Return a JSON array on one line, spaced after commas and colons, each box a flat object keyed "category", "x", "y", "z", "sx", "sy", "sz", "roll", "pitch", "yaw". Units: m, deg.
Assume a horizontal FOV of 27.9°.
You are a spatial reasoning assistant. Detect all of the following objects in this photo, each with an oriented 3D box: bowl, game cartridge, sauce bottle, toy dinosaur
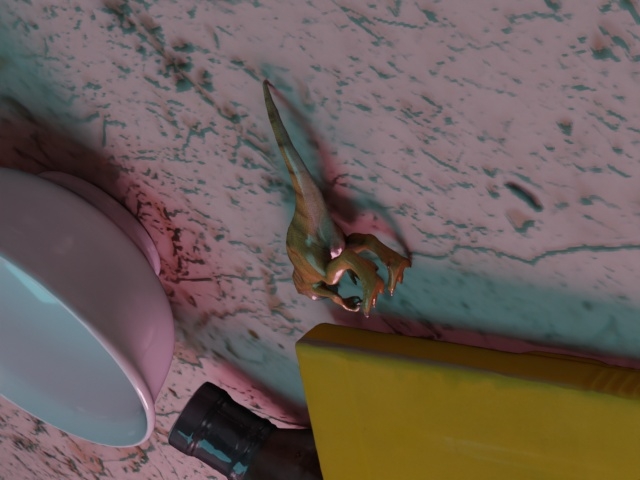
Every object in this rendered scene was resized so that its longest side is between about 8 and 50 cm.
[{"category": "bowl", "x": -0.232, "y": 0.034, "z": 1.107, "sx": 0.298, "sy": 0.134, "sz": 0.298, "roll": 26, "pitch": 149, "yaw": 17}, {"category": "game cartridge", "x": 0.142, "y": 0.210, "z": 0.966, "sx": 0.324, "sy": 0.053, "sz": 0.285, "roll": 5, "pitch": 116, "yaw": 37}, {"category": "sauce bottle", "x": 0.022, "y": 0.245, "z": 1.177, "sx": 0.344, "sy": 0.111, "sz": 0.111, "roll": 32, "pitch": 150, "yaw": 8}, {"category": "toy dinosaur", "x": 0.000, "y": 0.000, "z": 0.894, "sx": 0.112, "sy": 0.064, "sz": 0.211, "roll": 25, "pitch": 148, "yaw": 20}]
